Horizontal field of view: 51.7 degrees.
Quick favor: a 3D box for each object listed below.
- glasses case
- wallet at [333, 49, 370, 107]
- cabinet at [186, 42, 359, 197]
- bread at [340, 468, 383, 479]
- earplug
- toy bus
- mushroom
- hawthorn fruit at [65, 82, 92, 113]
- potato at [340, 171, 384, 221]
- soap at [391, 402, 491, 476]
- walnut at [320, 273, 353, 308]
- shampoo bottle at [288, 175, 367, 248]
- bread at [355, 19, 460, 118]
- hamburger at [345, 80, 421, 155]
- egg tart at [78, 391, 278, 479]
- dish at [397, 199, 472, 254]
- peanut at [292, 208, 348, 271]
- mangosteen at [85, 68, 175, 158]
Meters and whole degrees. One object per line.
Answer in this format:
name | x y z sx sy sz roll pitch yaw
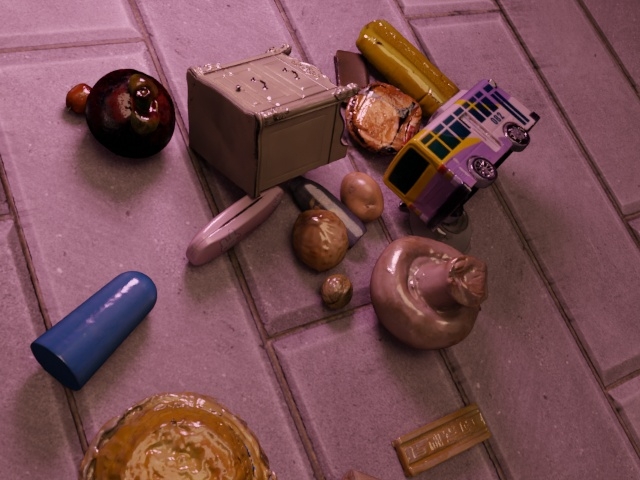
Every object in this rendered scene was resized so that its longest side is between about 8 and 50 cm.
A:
glasses case | -0.203 -0.042 1.595 0.075 0.113 0.297 45 57 6
wallet | 0.098 -0.483 1.992 0.110 0.031 0.198 5 64 -20
cabinet | -0.120 -0.314 1.642 0.318 0.227 0.290 -27 50 -33
bread | 0.104 0.580 1.404 0.141 0.134 0.148 24 71 -10
earplug | -0.452 0.168 1.380 0.132 0.132 0.273 41 53 0
toy bus | 0.390 -0.253 1.818 0.249 0.209 0.440 43 54 8
mushroom | 0.278 0.109 1.618 0.298 0.290 0.297 10 62 -20
hawthorn fruit | -0.583 -0.345 1.612 0.077 0.077 0.077 10 62 -19
potato | 0.113 -0.121 1.775 0.112 0.112 0.147 -29 86 -32
soap | 0.294 0.479 1.593 0.252 0.037 0.092 -15 71 -28
walnut | 0.041 0.125 1.635 0.092 0.092 0.092 10 62 -19
shampoo bottle | 0.015 -0.080 1.736 0.234 0.049 0.087 43 85 2
bread | 0.264 -0.513 2.026 0.383 0.112 0.166 43 46 0
hamburger | 0.177 -0.345 1.902 0.231 0.107 0.230 2 81 -16
egg tart | -0.273 0.474 1.285 0.388 0.169 0.387 7 63 -14
dish | 0.342 -0.061 1.858 0.246 0.078 0.224 38 58 -1
peanut | 0.000 0.000 1.663 0.141 0.109 0.159 -2 89 7
mangosteen | -0.447 -0.311 1.566 0.216 0.216 0.216 10 62 -19
